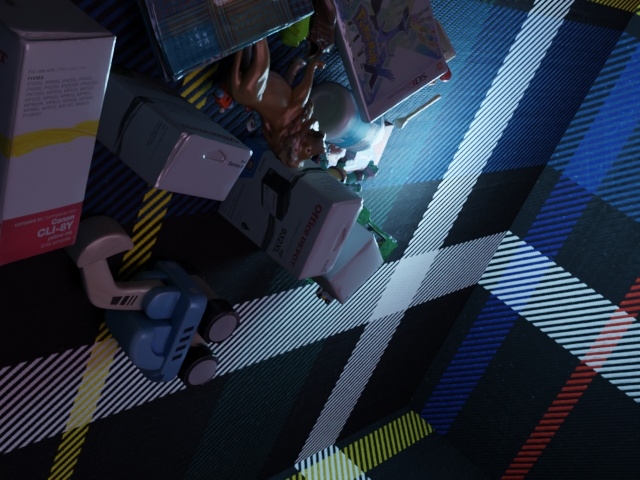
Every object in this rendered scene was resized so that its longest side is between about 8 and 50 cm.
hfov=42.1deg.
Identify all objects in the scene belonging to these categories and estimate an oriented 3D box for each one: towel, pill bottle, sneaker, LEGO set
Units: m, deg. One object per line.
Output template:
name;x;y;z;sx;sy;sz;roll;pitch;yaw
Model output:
towel;-0.179;-0.490;1.562;0.370;0.040;0.271;-33;124;-29
pill bottle;0.071;-0.312;2.154;0.146;0.146;0.264;-57;153;12
sneaker;-0.008;-0.490;1.901;0.071;0.066;0.188;-39;150;-21
LEGO set;0.060;0.018;2.577;0.255;0.192;0.331;29;96;-33

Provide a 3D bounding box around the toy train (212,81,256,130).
toy train;-0.187;-0.317;1.838;0.166;0.046;0.125;42;65;-61

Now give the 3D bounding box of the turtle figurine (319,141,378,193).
turtle figurine;0.046;-0.183;2.222;0.118;0.175;0.234;-43;170;38

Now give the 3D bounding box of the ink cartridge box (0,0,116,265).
ink cartridge box;-0.488;-0.202;1.287;0.160;0.279;0.384;-19;139;-47

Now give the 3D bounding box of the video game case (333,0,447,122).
video game case;0.168;-0.500;2.034;0.300;0.036;0.329;-36;122;-27

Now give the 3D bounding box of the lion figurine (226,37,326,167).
lion figurine;-0.113;-0.324;1.810;0.392;0.142;0.240;28;84;-49

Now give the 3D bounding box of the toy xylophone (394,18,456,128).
toy xylophone;0.229;-0.445;2.189;0.323;0.236;0.081;-43;-167;-29

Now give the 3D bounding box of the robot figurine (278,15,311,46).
robot figurine;-0.057;-0.485;1.829;0.101;0.067;0.115;-64;168;-45

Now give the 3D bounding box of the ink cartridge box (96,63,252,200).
ink cartridge box;-0.303;-0.206;1.555;0.211;0.289;0.121;7;118;-59

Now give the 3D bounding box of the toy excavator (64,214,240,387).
toy excavator;-0.417;0.151;1.946;0.445;0.222;0.433;-1;124;-46

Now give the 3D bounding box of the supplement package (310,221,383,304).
supplement package;0.000;0.000;2.270;0.175;0.293;0.177;-45;153;-10

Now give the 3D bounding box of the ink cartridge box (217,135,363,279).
ink cartridge box;-0.079;-0.084;2.028;0.129;0.307;0.223;-11;133;-52

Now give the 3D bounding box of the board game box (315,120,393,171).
board game box;0.096;-0.263;2.385;0.281;0.027;0.145;-17;136;-48
